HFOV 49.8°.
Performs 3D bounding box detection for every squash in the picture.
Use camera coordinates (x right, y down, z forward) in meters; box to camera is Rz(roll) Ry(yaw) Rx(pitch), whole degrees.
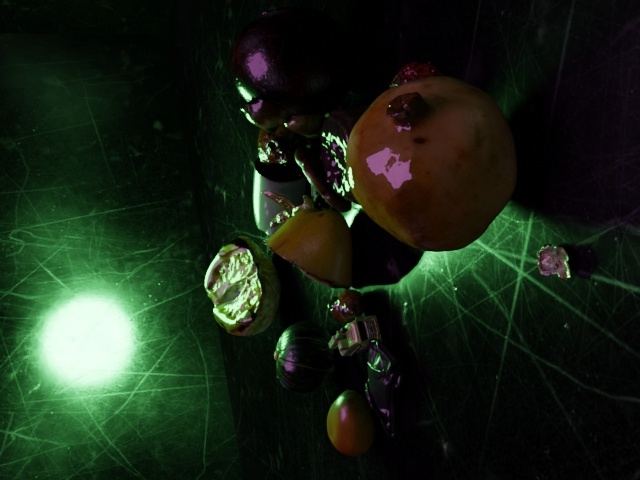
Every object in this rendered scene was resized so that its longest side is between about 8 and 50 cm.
[{"bbox_3d":[-0.048,0.340,2.014,0.218,0.173,0.218,173,90,-76],"label":"squash"}]

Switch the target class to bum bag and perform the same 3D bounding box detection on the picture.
[{"bbox_3d":[0.148,0.354,1.661,0.123,0.060,0.248,-137,43,-55],"label":"bum bag"}]

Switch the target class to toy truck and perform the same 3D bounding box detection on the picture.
[{"bbox_3d":[0.083,0.245,1.747,0.169,0.100,0.077,133,126,-64],"label":"toy truck"}]

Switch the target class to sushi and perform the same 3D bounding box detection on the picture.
[{"bbox_3d":[0.002,-0.137,1.918,0.083,0.056,0.084,123,138,-58],"label":"sushi"},{"bbox_3d":[-0.095,-0.322,2.027,0.140,0.149,0.287,-35,34,48],"label":"sushi"}]

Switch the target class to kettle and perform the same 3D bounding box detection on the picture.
[{"bbox_3d":[-0.126,-0.152,2.137,0.221,0.161,0.236,-91,6,-49],"label":"kettle"}]

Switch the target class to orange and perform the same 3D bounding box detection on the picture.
[{"bbox_3d":[-0.260,0.176,2.451,0.271,0.210,0.368,-35,57,23],"label":"orange"}]

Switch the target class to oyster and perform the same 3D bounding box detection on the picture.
[{"bbox_3d":[0.363,0.030,1.071,0.083,0.019,0.054,-163,67,-65],"label":"oyster"}]

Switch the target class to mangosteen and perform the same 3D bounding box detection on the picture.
[{"bbox_3d":[-0.060,-0.407,1.673,0.330,0.330,0.329,174,90,-69],"label":"mangosteen"}]

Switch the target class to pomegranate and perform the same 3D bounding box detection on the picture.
[{"bbox_3d":[0.186,-0.123,1.158,0.307,0.308,0.307,174,90,-69],"label":"pomegranate"}]

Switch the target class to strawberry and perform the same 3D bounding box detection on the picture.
[{"bbox_3d":[0.186,-0.283,1.358,0.145,0.086,0.145,172,90,-70],"label":"strawberry"}]

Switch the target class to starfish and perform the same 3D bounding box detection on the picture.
[{"bbox_3d":[-0.074,-0.064,1.988,0.236,0.062,0.277,29,150,14],"label":"starfish"}]

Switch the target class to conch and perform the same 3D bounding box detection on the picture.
[{"bbox_3d":[0.067,0.173,1.801,0.080,0.086,0.233,60,162,3],"label":"conch"}]

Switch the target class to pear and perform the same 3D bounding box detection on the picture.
[{"bbox_3d":[-0.002,-0.001,1.813,0.178,0.267,0.267,-62,30,12],"label":"pear"}]

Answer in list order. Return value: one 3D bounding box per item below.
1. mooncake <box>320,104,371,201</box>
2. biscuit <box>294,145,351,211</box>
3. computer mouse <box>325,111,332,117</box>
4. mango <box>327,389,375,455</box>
[{"bbox_3d":[0.082,-0.199,1.600,0.228,0.124,0.228,173,90,-69],"label":"mooncake"},{"bbox_3d":[0.007,-0.155,1.745,0.036,0.212,0.212,-38,47,14],"label":"biscuit"},{"bbox_3d":[0.032,-0.294,1.833,0.110,0.032,0.055,93,160,-46],"label":"computer mouse"},{"bbox_3d":[0.080,0.468,1.762,0.221,0.121,0.151,99,156,-63],"label":"mango"}]
